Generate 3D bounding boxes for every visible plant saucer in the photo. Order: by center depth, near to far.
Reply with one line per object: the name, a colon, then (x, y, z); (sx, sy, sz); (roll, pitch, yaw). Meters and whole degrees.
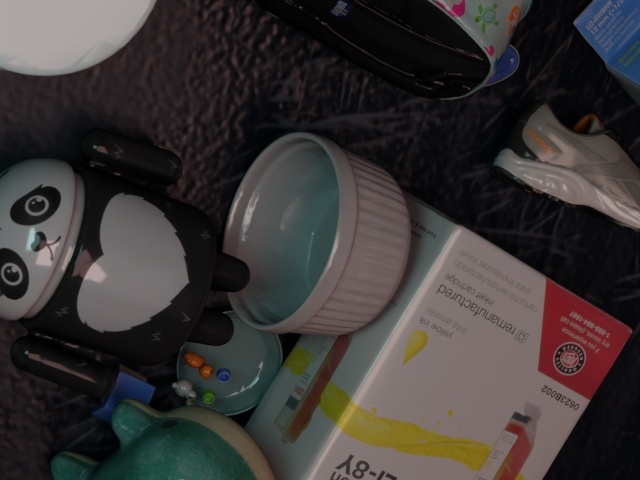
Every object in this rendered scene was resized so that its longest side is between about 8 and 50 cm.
plant saucer: (-0.100, 0.129, 1.922); (0.119, 0.021, 0.119); (-6, 108, -19)

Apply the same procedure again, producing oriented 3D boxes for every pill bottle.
pill bottle: (-0.275, -0.268, 1.527); (0.224, 0.392, 0.224); (-6, 108, -20)

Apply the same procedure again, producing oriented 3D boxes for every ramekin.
ramekin: (0.000, 0.000, 1.828); (0.109, 0.207, 0.207); (15, 100, -35)

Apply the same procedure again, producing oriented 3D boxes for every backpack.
backpack: (0.079, -0.257, 1.747); (0.253, 0.225, 0.191); (35, 71, -6)

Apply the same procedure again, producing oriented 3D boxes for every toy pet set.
toy pet set: (-0.170, 0.174, 1.868); (0.114, 0.065, 0.122); (29, 110, -18)

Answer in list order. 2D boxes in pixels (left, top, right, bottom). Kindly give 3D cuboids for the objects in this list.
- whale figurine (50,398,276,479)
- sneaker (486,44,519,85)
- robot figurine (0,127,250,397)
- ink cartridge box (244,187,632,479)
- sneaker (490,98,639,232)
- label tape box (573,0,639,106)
whale figurine: (-0.174, 0.267, 1.801); (0.141, 0.272, 0.216); (-41, 118, -49)
sneaker: (0.154, -0.184, 1.895); (0.152, 0.084, 0.058); (1, 105, -22)
robot figurine: (-0.211, 0.023, 1.759); (0.278, 0.209, 0.173); (21, 133, -26)
ink cartridge box: (0.111, 0.182, 1.937); (0.279, 0.160, 0.384); (30, 93, -31)
sneaker: (0.324, -0.073, 1.991); (0.272, 0.100, 0.108); (20, 92, -25)
label tape box: (0.485, -0.207, 2.006); (0.249, 0.115, 0.348); (-47, 118, -3)
